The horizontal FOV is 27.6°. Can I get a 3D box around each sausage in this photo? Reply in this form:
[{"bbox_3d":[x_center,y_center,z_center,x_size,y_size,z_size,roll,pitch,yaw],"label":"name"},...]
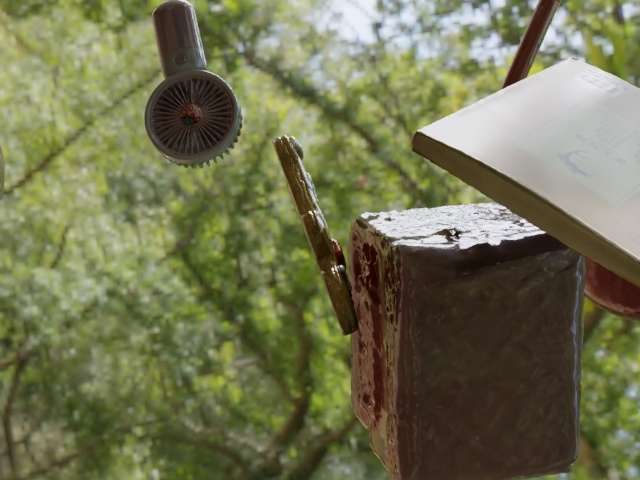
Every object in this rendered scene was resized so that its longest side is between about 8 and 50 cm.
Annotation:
[{"bbox_3d":[0.301,-0.289,1.832,0.223,0.029,0.029,-66,-171,-7],"label":"sausage"}]

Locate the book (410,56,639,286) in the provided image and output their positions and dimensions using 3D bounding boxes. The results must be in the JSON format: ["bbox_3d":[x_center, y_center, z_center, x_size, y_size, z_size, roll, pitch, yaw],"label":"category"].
[{"bbox_3d":[0.293,-0.089,1.353,0.269,0.389,0.032,34,-56,21],"label":"book"}]

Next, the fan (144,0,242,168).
[{"bbox_3d":[-0.184,-0.216,1.782,0.074,0.130,0.244,65,11,-74],"label":"fan"}]

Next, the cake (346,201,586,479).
[{"bbox_3d":[0.163,0.117,1.513,0.237,0.230,0.309,-128,-143,-71],"label":"cake"}]

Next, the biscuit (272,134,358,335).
[{"bbox_3d":[0.002,-0.001,1.486,0.158,0.035,0.240,68,1,-63],"label":"biscuit"}]

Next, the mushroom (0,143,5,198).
[{"bbox_3d":[-0.405,-0.093,1.287,0.204,0.204,0.204,169,-90,-79],"label":"mushroom"}]

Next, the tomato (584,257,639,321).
[{"bbox_3d":[0.441,-0.017,1.817,0.299,0.226,0.298,60,9,-17],"label":"tomato"}]
